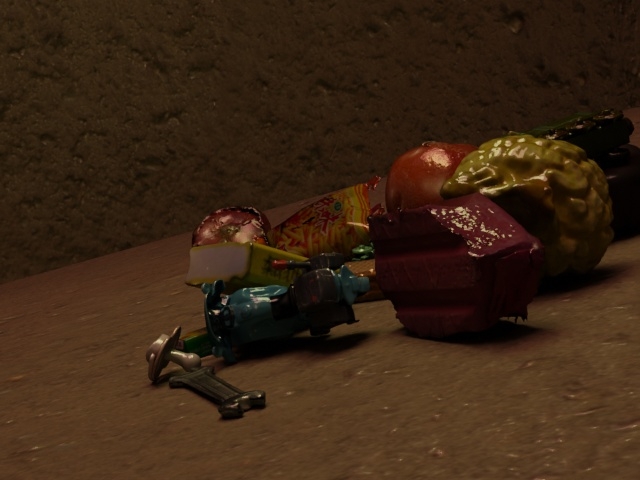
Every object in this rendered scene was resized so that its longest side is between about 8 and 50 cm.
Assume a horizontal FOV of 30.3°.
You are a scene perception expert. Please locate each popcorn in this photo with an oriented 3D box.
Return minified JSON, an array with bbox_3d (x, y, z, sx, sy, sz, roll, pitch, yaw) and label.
[{"bbox_3d":[0.288,-0.043,1.705,0.251,0.237,0.206,-6,-22,-34],"label":"popcorn"}]

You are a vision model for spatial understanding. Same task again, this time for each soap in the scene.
[{"bbox_3d":[0.177,0.032,1.557,0.112,0.182,0.289,-15,2,-24],"label":"soap"}]

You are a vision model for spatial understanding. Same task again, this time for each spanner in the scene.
[{"bbox_3d":[-0.136,0.193,1.539,0.071,0.017,0.302,-16,7,-20],"label":"spanner"}]

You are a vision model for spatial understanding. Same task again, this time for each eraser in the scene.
[{"bbox_3d":[-0.081,0.059,1.852,0.226,0.069,0.158,17,-14,-40],"label":"eraser"}]

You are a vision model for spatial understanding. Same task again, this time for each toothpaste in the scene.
[{"bbox_3d":[-0.140,0.143,1.839,0.178,0.037,0.043,-18,7,-29],"label":"toothpaste"}]

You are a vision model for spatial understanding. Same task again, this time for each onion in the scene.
[{"bbox_3d":[-0.187,0.013,2.596,0.184,0.147,0.184,-14,45,14],"label":"onion"}]

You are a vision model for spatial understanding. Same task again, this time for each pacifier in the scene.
[{"bbox_3d":[-0.209,0.171,1.701,0.078,0.081,0.099,20,22,5],"label":"pacifier"}]

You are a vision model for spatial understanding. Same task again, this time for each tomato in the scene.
[{"bbox_3d":[0.228,-0.075,2.177,0.232,0.189,0.232,1,-23,1],"label":"tomato"}]

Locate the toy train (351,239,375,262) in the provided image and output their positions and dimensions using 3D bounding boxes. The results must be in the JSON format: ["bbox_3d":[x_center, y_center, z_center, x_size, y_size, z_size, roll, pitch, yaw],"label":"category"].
[{"bbox_3d":[0.132,0.033,2.072,0.104,0.071,0.178,9,20,44],"label":"toy train"}]

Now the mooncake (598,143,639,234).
[{"bbox_3d":[0.436,-0.073,2.034,0.283,0.141,0.283,-12,17,4],"label":"mooncake"}]

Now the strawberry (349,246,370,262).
[{"bbox_3d":[0.080,0.025,2.306,0.104,0.048,0.152,-2,16,43],"label":"strawberry"}]

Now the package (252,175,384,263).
[{"bbox_3d":[0.001,-0.004,2.232,0.288,0.108,0.223,-26,27,12],"label":"package"}]

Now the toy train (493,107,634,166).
[{"bbox_3d":[0.405,-0.159,1.952,0.225,0.090,0.137,-19,17,-25],"label":"toy train"}]

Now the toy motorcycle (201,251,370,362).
[{"bbox_3d":[-0.064,0.096,1.689,0.272,0.124,0.182,-22,-18,37],"label":"toy motorcycle"}]

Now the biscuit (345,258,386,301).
[{"bbox_3d":[0.149,0.055,1.913,0.378,0.054,0.094,-9,10,30],"label":"biscuit"}]
